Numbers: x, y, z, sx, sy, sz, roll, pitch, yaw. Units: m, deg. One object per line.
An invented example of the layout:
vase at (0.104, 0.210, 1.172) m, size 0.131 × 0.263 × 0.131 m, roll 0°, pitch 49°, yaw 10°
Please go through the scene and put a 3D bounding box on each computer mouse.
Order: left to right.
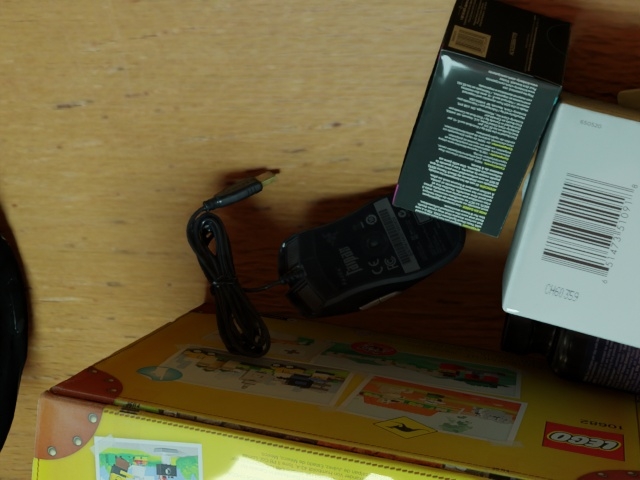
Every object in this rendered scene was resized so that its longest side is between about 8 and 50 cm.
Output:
computer mouse at (0.000, 0.000, 1.059) m, size 0.262 × 0.184 × 0.060 m, roll -26°, pitch 155°, yaw -8°

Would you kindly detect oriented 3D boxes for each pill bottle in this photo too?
pill bottle at (0.290, 0.083, 1.019) m, size 0.219 × 0.122 × 0.122 m, roll 12°, pitch 129°, yaw 8°

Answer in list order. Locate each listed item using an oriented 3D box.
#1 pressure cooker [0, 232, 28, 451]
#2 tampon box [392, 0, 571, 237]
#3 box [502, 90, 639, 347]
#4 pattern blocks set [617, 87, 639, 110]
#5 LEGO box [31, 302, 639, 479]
pressure cooker at (-0.583, 0.116, 1.153) m, size 0.421 × 0.375 × 0.369 m, roll 5°, pitch 130°, yaw 13°
tampon box at (0.137, -0.109, 0.920) m, size 0.102 × 0.120 × 0.161 m, roll 18°, pitch 129°, yaw 2°
box at (0.259, -0.014, 0.885) m, size 0.182 × 0.119 × 0.180 m, roll 15°, pitch 105°, yaw 6°
pattern blocks set at (0.360, -0.085, 0.930) m, size 0.325 × 0.026 × 0.285 m, roll 2°, pitch 127°, yaw 16°
LEGO box at (0.044, 0.222, 1.005) m, size 0.501 × 0.372 × 0.193 m, roll 9°, pitch 100°, yaw 14°
